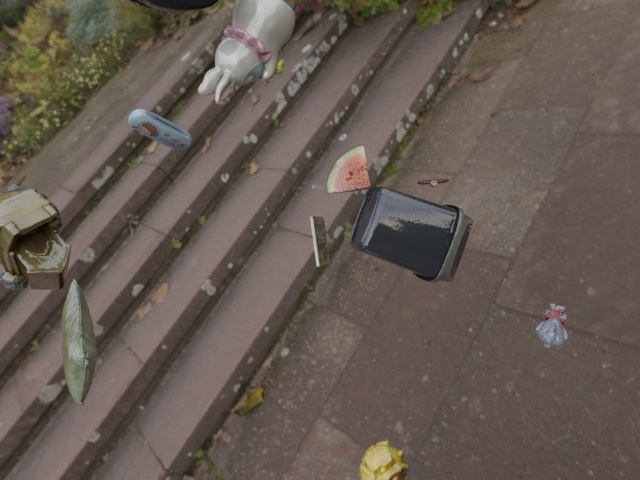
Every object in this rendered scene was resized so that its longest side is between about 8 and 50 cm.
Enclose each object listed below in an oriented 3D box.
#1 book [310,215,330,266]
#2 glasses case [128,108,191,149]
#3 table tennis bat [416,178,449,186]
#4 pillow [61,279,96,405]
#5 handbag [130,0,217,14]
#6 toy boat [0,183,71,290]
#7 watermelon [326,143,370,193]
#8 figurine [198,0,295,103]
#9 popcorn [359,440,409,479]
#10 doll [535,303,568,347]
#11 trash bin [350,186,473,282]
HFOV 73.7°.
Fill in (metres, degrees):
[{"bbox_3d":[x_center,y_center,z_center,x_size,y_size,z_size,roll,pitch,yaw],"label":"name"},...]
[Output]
[{"bbox_3d":[0.000,0.000,1.647,0.013,0.168,0.193,-8,89,16],"label":"book"},{"bbox_3d":[-0.444,-0.307,1.192,0.067,0.178,0.045,-24,59,33],"label":"glasses case"},{"bbox_3d":[0.339,-0.177,1.286,0.098,0.019,0.154,-3,11,14],"label":"table tennis bat"},{"bbox_3d":[-0.634,0.263,1.118,0.302,0.074,0.185,50,130,43],"label":"pillow"},{"bbox_3d":[-0.263,-0.532,0.734,0.181,0.255,0.181,-17,34,-25],"label":"handbag"},{"bbox_3d":[-0.585,0.022,0.868,0.136,0.162,0.445,-40,5,-35],"label":"toy boat"},{"bbox_3d":[0.103,-0.213,1.403,0.193,0.137,0.145,-51,2,6],"label":"watermelon"},{"bbox_3d":[-0.150,-0.381,0.883,0.236,0.127,0.155,-60,-5,7],"label":"figurine"},{"bbox_3d":[0.182,0.666,1.233,0.148,0.167,0.152,-19,6,-32],"label":"popcorn"},{"bbox_3d":[0.759,0.280,1.394,0.094,0.079,0.180,17,52,27],"label":"doll"},{"bbox_3d":[0.243,-0.015,1.115,0.182,0.290,0.210,-148,76,-78],"label":"trash bin"}]
